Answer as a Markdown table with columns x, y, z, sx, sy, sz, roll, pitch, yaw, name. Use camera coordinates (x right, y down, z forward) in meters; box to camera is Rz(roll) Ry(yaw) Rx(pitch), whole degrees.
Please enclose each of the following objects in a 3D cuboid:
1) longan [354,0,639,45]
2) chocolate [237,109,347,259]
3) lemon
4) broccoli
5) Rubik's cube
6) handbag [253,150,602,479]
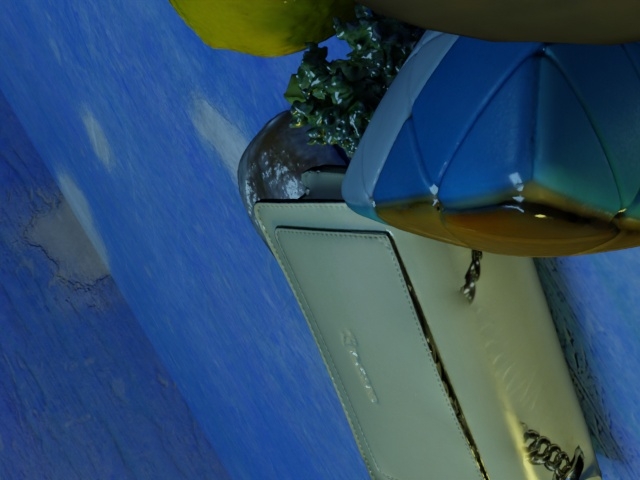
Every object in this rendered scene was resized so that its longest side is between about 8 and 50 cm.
| x | y | z | sx | sy | sz | roll | pitch | yaw | name |
| --- | --- | --- | --- | --- | --- | --- | --- | --- | --- |
| 0.085 | -0.264 | 0.330 | 0.404 | 0.404 | 0.336 | 56 | -167 | 8 | longan |
| 0.000 | 0.000 | 1.146 | 0.303 | 0.100 | 0.185 | 57 | 154 | -1 | chocolate |
| -0.043 | -0.246 | 0.794 | 0.192 | 0.192 | 0.231 | 60 | 157 | -3 | lemon |
| 0.043 | -0.121 | 0.779 | 0.160 | 0.167 | 0.154 | 0 | 144 | 47 | broccoli |
| 0.167 | -0.094 | 0.626 | 0.254 | 0.254 | 0.254 | 46 | 154 | 30 | Rubik's cube |
| 0.115 | 0.084 | 0.925 | 0.237 | 0.160 | 0.358 | 10 | 128 | 55 | handbag |
